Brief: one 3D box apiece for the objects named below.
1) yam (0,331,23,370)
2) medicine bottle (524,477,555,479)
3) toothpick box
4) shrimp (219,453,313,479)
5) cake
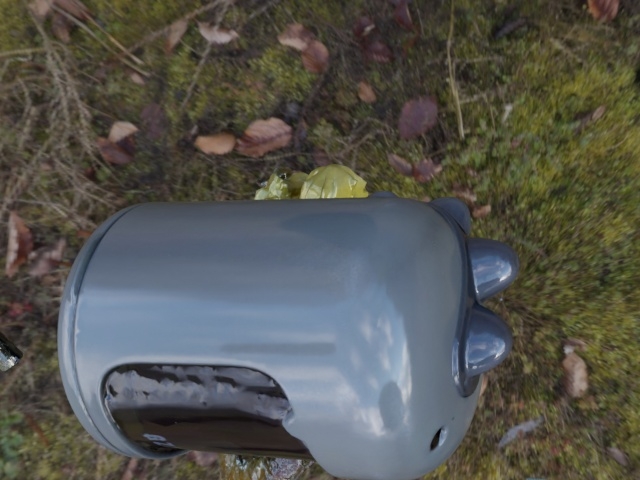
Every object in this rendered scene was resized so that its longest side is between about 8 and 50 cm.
[{"bbox_3d":[-0.361,0.082,0.888,0.033,0.027,0.129,-24,114,29],"label":"yam"},{"bbox_3d":[0.255,0.384,0.934,0.121,0.083,0.228,25,68,-22],"label":"medicine bottle"},{"bbox_3d":[-0.010,0.060,0.654,0.317,0.229,0.228,-2,86,27],"label":"toothpick box"},{"bbox_3d":[-0.080,0.339,1.608,0.365,0.071,0.233,-51,46,24],"label":"shrimp"},{"bbox_3d":[0.000,0.000,1.522,0.228,0.222,0.285,9,108,45],"label":"cake"}]
